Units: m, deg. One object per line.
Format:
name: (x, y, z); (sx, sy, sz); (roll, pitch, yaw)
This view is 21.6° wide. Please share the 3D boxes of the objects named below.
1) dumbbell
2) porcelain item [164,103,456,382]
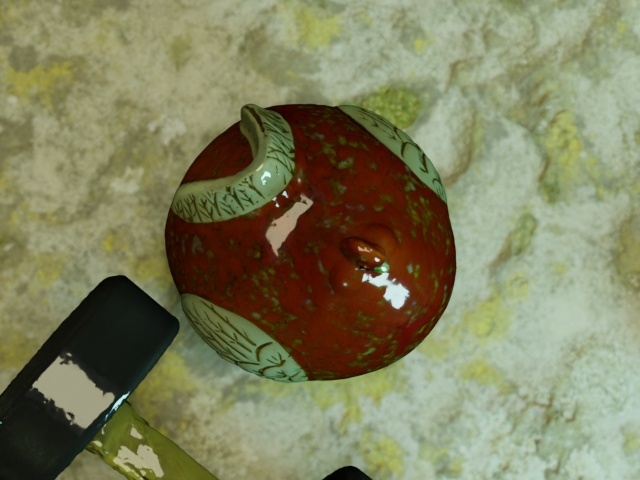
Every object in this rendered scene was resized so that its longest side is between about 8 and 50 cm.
dumbbell: (-0.105, 0.199, 1.337); (0.322, 0.204, 0.204); (40, 80, -3)
porcelain item: (0.000, 0.000, 1.362); (0.253, 0.253, 0.253); (1, 84, -9)
